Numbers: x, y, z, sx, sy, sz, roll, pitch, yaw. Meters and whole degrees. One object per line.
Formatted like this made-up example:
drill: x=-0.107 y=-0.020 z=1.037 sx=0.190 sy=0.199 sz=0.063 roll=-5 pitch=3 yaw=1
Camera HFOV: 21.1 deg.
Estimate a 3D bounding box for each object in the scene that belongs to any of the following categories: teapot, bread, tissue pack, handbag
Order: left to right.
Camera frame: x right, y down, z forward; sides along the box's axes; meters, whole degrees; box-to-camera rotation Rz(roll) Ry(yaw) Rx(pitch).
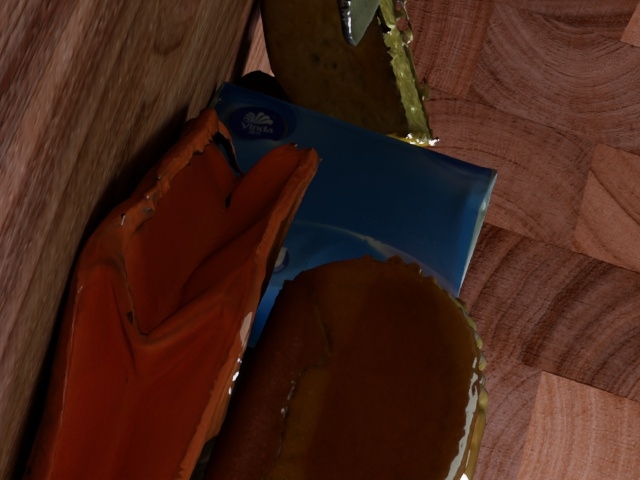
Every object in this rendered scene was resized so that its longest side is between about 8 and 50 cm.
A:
handbag: x=-0.113 y=0.080 z=1.251 sx=0.410 sy=0.116 sz=0.303 roll=-68 pitch=179 yaw=-74
teapot: x=-0.062 y=-0.120 z=1.745 sx=0.098 sy=0.078 sz=0.129 roll=64 pitch=5 yaw=-6
tissue pack: x=0.000 y=0.000 z=1.541 sx=0.146 sy=0.263 sz=0.198 roll=106 pitch=2 yaw=-59
bread: x=0.014 y=-0.200 z=1.691 sx=0.160 sy=0.147 sz=0.260 roll=-37 pitch=111 yaw=-75
bread: x=0.013 y=0.149 z=1.261 sx=0.156 sy=0.204 sz=0.288 roll=28 pitch=80 yaw=-72

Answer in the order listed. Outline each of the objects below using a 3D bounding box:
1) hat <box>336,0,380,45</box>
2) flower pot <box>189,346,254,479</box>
hat: x=-0.001 y=-0.261 z=1.149 sx=0.252 sy=0.110 sz=0.252 roll=14 pitch=90 yaw=-82
flower pot: x=-0.045 y=0.233 z=1.607 sx=0.213 sy=0.302 sz=0.302 roll=-32 pitch=-158 yaw=30
